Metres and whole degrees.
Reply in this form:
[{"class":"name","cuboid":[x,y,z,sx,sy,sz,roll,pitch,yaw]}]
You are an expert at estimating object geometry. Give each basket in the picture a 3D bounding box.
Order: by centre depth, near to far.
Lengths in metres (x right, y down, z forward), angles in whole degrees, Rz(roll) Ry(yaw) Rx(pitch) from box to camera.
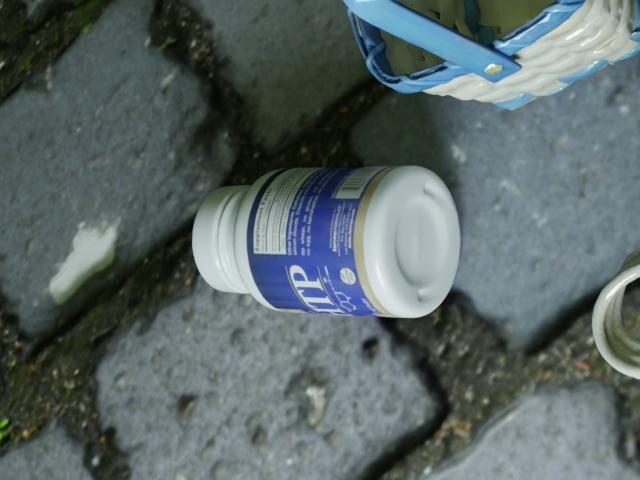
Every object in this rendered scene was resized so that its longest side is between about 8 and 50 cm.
[{"class":"basket","cuboid":[0.090,-0.220,1.148,0.201,0.289,0.255,-22,60,30]}]

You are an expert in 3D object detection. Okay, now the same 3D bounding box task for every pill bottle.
[{"class":"pill bottle","cuboid":[0.000,0.000,1.251,0.186,0.112,0.112,1,74,38]}]

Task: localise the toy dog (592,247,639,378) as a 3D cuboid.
[{"class":"toy dog","cuboid":[0.341,0.050,0.975,0.333,0.161,0.220,-41,55,37]}]
